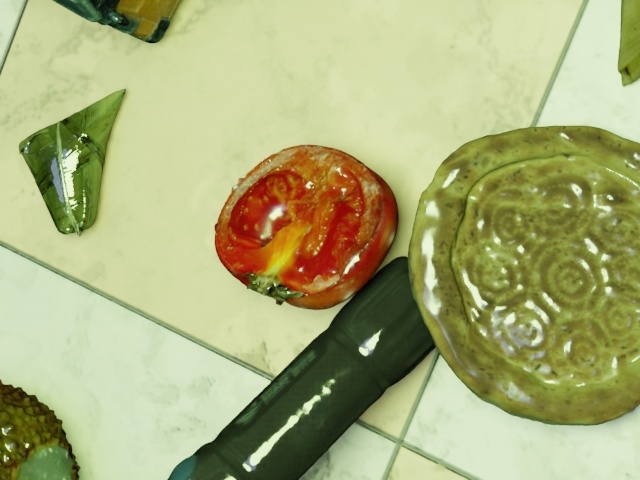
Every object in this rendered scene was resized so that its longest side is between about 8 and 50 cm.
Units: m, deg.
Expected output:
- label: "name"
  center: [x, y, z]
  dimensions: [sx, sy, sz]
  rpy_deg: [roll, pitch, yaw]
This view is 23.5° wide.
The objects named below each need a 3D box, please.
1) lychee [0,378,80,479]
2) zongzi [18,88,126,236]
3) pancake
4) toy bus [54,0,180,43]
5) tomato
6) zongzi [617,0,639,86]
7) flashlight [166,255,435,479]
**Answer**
- label: "lychee"
  center: [-0.304, 0.200, 1.379]
  dimensions: [0.171, 0.171, 0.171]
  rpy_deg: [0, 89, 21]
- label: "zongzi"
  center: [-0.205, -0.069, 1.402]
  dimensions: [0.113, 0.052, 0.104]
  rpy_deg: [-27, 87, 5]
- label: "pancake"
  center: [0.193, 0.026, 1.223]
  dimensions: [0.250, 0.031, 0.250]
  rpy_deg: [0, 85, -1]
- label: "toy bus"
  center: [-0.148, -0.345, 1.303]
  dimensions: [0.162, 0.194, 0.323]
  rpy_deg: [34, 100, 17]
- label: "tomato"
  center: [0.000, 0.000, 1.287]
  dimensions: [0.159, 0.091, 0.139]
  rpy_deg: [13, 70, 37]
- label: "zongzi"
  center: [0.235, -0.290, 1.142]
  dimensions: [0.274, 0.145, 0.300]
  rpy_deg: [32, 114, -20]
- label: "flashlight"
  center: [-0.056, 0.179, 1.237]
  dimensions: [0.103, 0.103, 0.424]
  rpy_deg: [43, 81, 16]
